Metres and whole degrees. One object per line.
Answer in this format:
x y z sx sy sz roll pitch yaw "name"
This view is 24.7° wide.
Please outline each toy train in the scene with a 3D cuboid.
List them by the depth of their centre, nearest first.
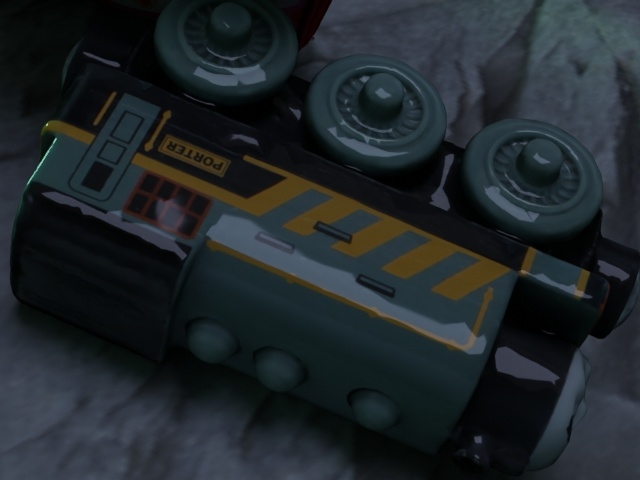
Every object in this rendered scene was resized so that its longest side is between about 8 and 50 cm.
0.000 0.000 0.767 0.334 0.142 0.190 24 55 2 "toy train"

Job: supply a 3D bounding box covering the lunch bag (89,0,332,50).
-0.070 -0.201 0.833 0.258 0.293 0.120 17 83 -4 "lunch bag"
